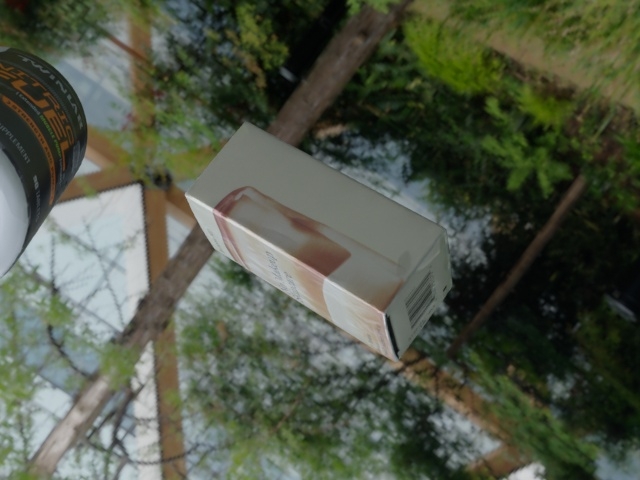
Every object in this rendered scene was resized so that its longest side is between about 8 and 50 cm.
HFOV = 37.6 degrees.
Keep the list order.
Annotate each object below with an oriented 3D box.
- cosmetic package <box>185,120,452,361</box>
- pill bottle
[{"bbox_3d":[0.000,0.000,1.133,0.296,0.129,0.153,30,161,26],"label":"cosmetic package"},{"bbox_3d":[-0.246,-0.067,0.686,0.130,0.130,0.246,35,-162,-15],"label":"pill bottle"}]
